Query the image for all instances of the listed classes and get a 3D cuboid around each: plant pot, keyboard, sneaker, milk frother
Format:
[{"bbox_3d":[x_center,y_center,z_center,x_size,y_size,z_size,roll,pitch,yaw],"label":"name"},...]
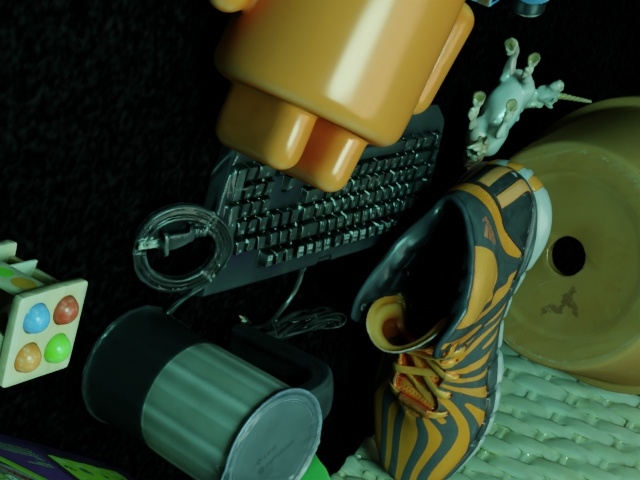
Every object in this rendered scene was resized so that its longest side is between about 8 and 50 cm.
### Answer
[{"bbox_3d":[0.266,0.007,1.276,0.203,0.291,0.291,-5,117,-56],"label":"plant pot"},{"bbox_3d":[0.000,0.000,1.052,0.317,0.033,0.201,-15,126,-57],"label":"keyboard"},{"bbox_3d":[0.081,0.088,1.170,0.180,0.125,0.321,-26,133,-56],"label":"sneaker"},{"bbox_3d":[-0.066,0.068,0.859,0.129,0.135,0.143,-41,138,-30],"label":"milk frother"}]

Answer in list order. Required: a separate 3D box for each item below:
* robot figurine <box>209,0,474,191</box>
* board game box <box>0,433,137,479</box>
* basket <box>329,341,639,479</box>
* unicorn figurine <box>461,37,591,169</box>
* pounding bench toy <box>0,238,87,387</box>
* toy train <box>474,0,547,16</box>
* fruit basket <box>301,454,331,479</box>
[{"bbox_3d":[0.017,-0.143,0.840,0.128,0.158,0.219,-131,-114,-86],"label":"robot figurine"},{"bbox_3d":[-0.131,0.168,0.752,0.056,0.208,0.347,-62,154,-5],"label":"board game box"},{"bbox_3d":[0.200,0.315,1.376,0.328,0.331,0.266,-41,144,-41],"label":"basket"},{"bbox_3d":[0.172,-0.124,1.243,0.162,0.060,0.111,-40,158,-16],"label":"unicorn figurine"},{"bbox_3d":[-0.167,0.053,0.740,0.052,0.065,0.083,-17,128,-57],"label":"pounding bench toy"},{"bbox_3d":[0.142,-0.252,1.002,0.080,0.105,0.184,-43,148,-44],"label":"toy train"},{"bbox_3d":[0.071,0.364,1.132,0.392,0.283,0.392,-16,138,-15],"label":"fruit basket"}]
